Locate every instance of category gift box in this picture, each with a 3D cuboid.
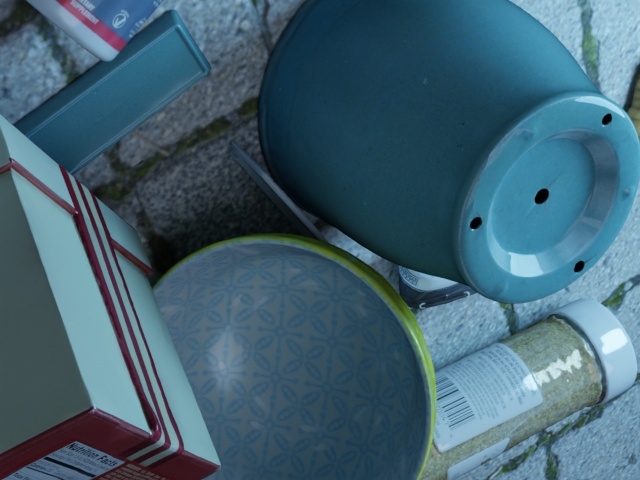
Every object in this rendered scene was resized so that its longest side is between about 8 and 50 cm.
[{"bbox_3d":[-0.261,0.083,0.749,0.276,0.258,0.255,-25,154,0],"label":"gift box"}]

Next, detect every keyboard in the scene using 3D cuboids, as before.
[{"bbox_3d":[0.000,0.000,1.017,0.014,0.072,0.256,-47,131,-5],"label":"keyboard"}]

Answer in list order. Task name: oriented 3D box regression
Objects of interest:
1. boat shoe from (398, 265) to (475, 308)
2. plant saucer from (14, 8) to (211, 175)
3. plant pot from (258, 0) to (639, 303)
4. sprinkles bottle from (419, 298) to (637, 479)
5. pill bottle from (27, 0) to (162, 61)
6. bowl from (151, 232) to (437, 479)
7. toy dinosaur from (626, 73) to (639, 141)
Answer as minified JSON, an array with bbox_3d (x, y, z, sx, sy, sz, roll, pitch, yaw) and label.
[{"bbox_3d":[0.182,0.020,1.147,0.229,0.080,0.076,-20,143,-25],"label":"boat shoe"},{"bbox_3d":[-0.177,-0.107,0.879,0.192,0.018,0.067,-38,130,-6],"label":"plant saucer"},{"bbox_3d":[0.124,-0.082,0.926,0.272,0.255,0.271,-16,125,-25],"label":"plant pot"},{"bbox_3d":[0.182,0.186,1.212,0.355,0.121,0.121,-23,127,-18],"label":"sprinkles bottle"},{"bbox_3d":[-0.137,-0.229,0.771,0.180,0.108,0.108,-50,131,2],"label":"pill bottle"},{"bbox_3d":[-0.020,0.121,1.001,0.289,0.290,0.156,-69,169,19],"label":"bowl"},{"bbox_3d":[0.352,-0.102,1.193,0.112,0.064,0.211,12,96,-26],"label":"toy dinosaur"}]
